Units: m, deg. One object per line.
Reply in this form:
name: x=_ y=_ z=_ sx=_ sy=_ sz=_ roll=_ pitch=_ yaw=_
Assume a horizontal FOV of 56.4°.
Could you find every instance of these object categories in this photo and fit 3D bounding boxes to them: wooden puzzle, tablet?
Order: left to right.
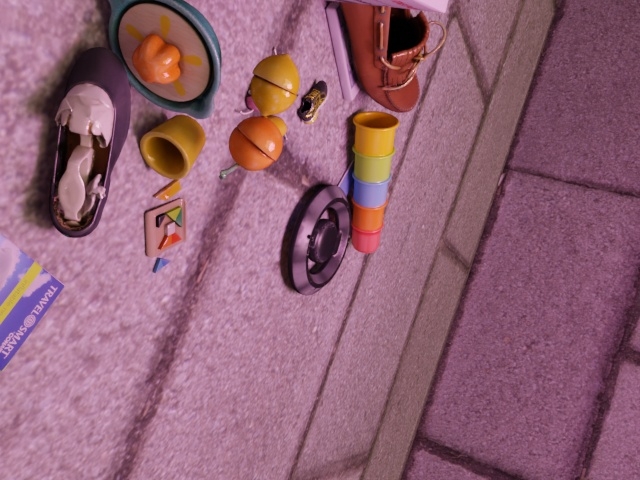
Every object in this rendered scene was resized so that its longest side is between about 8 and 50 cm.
wooden puzzle: x=-0.208 y=-0.018 z=0.812 sx=0.078 sy=0.014 sz=0.117 roll=-40 pitch=140 yaw=-49
tablet: x=0.059 y=-0.128 z=1.291 sx=0.083 sy=0.006 sz=0.054 roll=-60 pitch=152 yaw=-23

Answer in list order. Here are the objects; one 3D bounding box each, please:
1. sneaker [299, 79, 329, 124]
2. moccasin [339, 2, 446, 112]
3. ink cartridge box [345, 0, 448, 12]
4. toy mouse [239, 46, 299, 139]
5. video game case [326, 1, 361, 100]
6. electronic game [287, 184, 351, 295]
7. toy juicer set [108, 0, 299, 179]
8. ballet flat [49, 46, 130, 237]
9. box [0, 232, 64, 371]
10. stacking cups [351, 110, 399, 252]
sneaker: x=-0.011 y=-0.246 z=1.046 sx=0.035 sy=0.031 sz=0.083 roll=38 pitch=71 yaw=-63
moccasin: x=0.138 y=-0.368 z=1.083 sx=0.139 sy=0.146 sz=0.380 roll=-61 pitch=153 yaw=-23
ink cartridge box: x=-0.006 y=-0.350 z=0.690 sx=0.211 sy=0.289 sz=0.122 roll=-21 pitch=124 yaw=-58
toy mouse: x=-0.070 y=-0.228 z=0.937 sx=0.161 sy=0.031 sz=0.143 roll=-14 pitch=118 yaw=-61
video game case: x=0.078 y=-0.402 z=1.138 sx=0.184 sy=0.023 sz=0.201 roll=-58 pitch=151 yaw=-28
electronic game: x=0.000 y=0.000 z=1.203 sx=0.229 sy=0.048 sz=0.230 roll=-41 pitch=140 yaw=-49
toy juicer set: x=-0.130 y=-0.196 z=0.630 sx=0.090 sy=0.209 sz=0.329 roll=-60 pitch=154 yaw=-43
ballet flat: x=-0.241 y=-0.097 z=0.616 sx=0.074 sy=0.074 sz=0.203 roll=-7 pitch=114 yaw=-63
box: x=-0.330 y=0.050 z=0.575 sx=0.109 sy=0.042 sz=0.178 roll=-61 pitch=151 yaw=-23
stacking cups: x=0.102 y=-0.114 z=1.291 sx=0.096 sy=0.095 sz=0.317 roll=-42 pitch=145 yaw=-47
